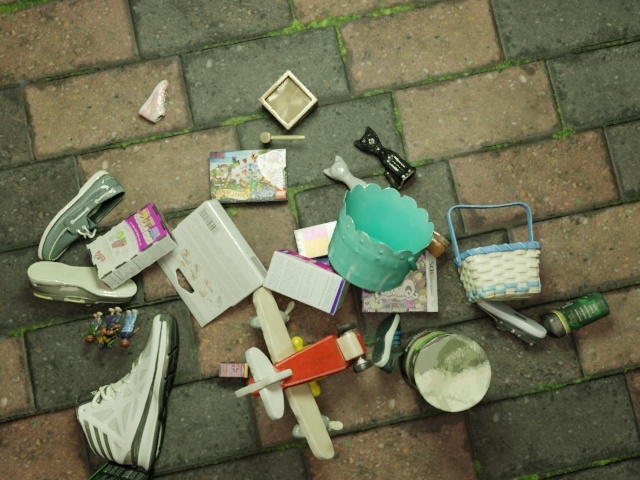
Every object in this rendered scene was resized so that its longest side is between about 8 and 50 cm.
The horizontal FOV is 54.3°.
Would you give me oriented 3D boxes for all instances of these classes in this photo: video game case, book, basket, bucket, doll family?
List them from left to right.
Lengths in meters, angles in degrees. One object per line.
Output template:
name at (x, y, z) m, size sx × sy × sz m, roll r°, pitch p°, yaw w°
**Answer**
doll family at (-0.605, 0.262, 1.812) m, size 0.193 × 0.076 × 0.111 m, roll -21°, pitch 45°, yaw 34°
book at (0.000, 0.000, 1.896) m, size 0.144 × 0.035 × 0.096 m, roll -12°, pitch 82°, yaw -2°
bucket at (0.161, -0.005, 1.734) m, size 0.281 × 0.281 × 0.183 m, roll 25°, pitch 129°, yaw 1°
video game case at (0.235, 0.114, 1.884) m, size 0.232 × 0.042 × 0.210 m, roll 0°, pitch 83°, yaw -1°
basket at (0.504, 0.032, 1.816) m, size 0.255 × 0.201 × 0.288 m, roll -2°, pitch 81°, yaw -6°

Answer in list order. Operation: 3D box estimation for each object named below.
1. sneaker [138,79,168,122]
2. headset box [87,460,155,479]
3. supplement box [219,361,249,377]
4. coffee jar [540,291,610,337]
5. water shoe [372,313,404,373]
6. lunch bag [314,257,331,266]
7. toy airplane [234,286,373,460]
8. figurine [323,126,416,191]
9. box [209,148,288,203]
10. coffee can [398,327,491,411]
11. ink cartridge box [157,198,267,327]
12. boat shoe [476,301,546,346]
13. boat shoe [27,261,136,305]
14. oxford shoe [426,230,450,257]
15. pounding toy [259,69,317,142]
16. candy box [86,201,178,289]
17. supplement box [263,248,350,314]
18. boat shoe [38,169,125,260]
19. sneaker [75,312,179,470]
sneaker at (-0.491, -0.422, 1.915) m, size 0.070 × 0.051 × 0.134 m, roll 36°, pitch 89°, yaw 0°
headset box at (-0.580, 0.777, 1.711) m, size 0.131 × 0.246 × 0.282 m, roll 15°, pitch 86°, yaw 0°
supplement box at (-0.254, 0.382, 1.846) m, size 0.083 × 0.055 × 0.043 m, roll 1°, pitch 84°, yaw -2°
coffee jar at (0.754, 0.224, 1.857) m, size 0.185 × 0.096 × 0.079 m, roll -25°, pitch 83°, yaw -4°
water shoe at (0.204, 0.303, 1.822) m, size 0.080 × 0.073 × 0.203 m, roll 45°, pitch 41°, yaw -16°
lunch bag at (0.005, 0.097, 1.869) m, size 0.065 × 0.067 × 0.098 m, roll -20°, pitch 86°, yaw -3°
toy airplane at (-0.076, 0.368, 1.742) m, size 0.385 × 0.272 × 0.386 m, roll 30°, pitch 56°, yaw -17°
figurine at (0.143, -0.211, 1.897) m, size 0.215 × 0.092 × 0.209 m, roll -43°, pitch 79°, yaw -3°
box at (-0.217, -0.193, 1.902) m, size 0.233 × 0.044 × 0.159 m, roll -3°, pitch 85°, yaw -1°
coffee can at (0.340, 0.354, 1.748) m, size 0.202 × 0.275 × 0.201 m, roll 0°, pitch 85°, yaw -2°
ink cartridge box at (-0.332, 0.069, 1.868) m, size 0.261 × 0.066 × 0.296 m, roll -36°, pitch 86°, yaw 22°
boat shoe at (0.557, 0.243, 1.868) m, size 0.229 × 0.080 × 0.076 m, roll 28°, pitch 113°, yaw 2°
boat shoe at (-0.700, 0.139, 1.842) m, size 0.305 × 0.109 × 0.091 m, roll 11°, pitch 126°, yaw -11°
oxford shoe at (0.282, -0.026, 1.862) m, size 0.212 × 0.076 × 0.076 m, roll 40°, pitch 95°, yaw 25°
pounding toy at (-0.104, -0.375, 1.901) m, size 0.206 × 0.094 × 0.181 m, roll -44°, pitch 92°, yaw 5°
candy box at (-0.551, 0.015, 1.828) m, size 0.233 × 0.071 × 0.159 m, roll -33°, pitch 51°, yaw -4°
supplement box at (-0.035, 0.115, 1.785) m, size 0.220 × 0.111 × 0.113 m, roll 20°, pitch 98°, yaw 11°
boat shoe at (-0.704, -0.058, 1.847) m, size 0.099 × 0.116 × 0.319 m, roll 35°, pitch 80°, yaw 6°
sneaker at (-0.560, 0.415, 1.780) m, size 0.258 × 0.169 × 0.447 m, roll 10°, pitch 87°, yaw -2°
